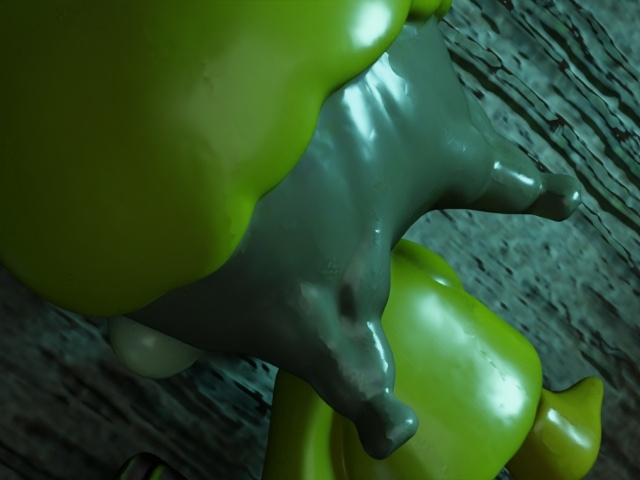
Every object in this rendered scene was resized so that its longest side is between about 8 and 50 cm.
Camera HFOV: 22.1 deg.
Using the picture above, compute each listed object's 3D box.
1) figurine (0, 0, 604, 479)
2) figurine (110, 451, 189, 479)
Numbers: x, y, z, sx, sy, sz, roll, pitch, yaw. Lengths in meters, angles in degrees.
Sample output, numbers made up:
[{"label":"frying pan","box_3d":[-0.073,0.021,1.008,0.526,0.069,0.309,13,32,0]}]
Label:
[{"label":"figurine","box_3d":[0.000,0.000,0.666,0.343,0.187,0.215,54,43,-28]},{"label":"figurine","box_3d":[-0.110,0.150,0.674,0.154,0.098,0.082,-38,112,8]}]
